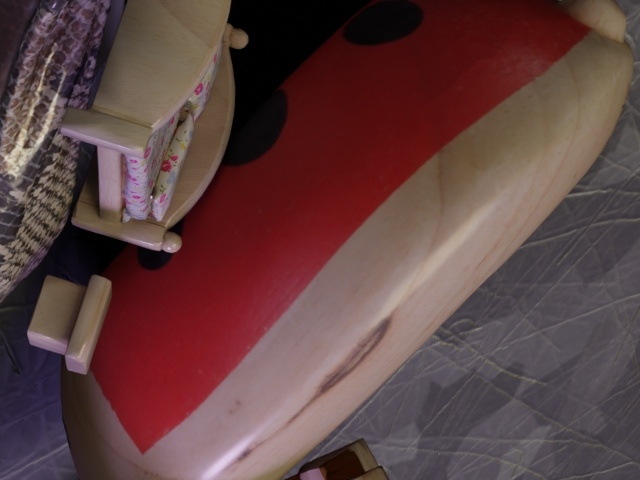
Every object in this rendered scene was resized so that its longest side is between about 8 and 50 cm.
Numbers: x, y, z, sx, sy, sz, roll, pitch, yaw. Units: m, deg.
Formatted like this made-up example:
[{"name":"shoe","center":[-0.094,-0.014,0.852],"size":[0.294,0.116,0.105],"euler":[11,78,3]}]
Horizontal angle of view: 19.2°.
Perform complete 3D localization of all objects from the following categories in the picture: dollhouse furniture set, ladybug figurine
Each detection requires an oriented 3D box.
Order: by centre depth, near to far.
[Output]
[{"name":"dollhouse furniture set","center":[-0.012,-0.108,0.914],"size":[0.303,0.173,0.356],"euler":[113,-6,-77]},{"name":"ladybug figurine","center":[0.000,0.000,1.141],"size":[0.449,0.162,0.305],"euler":[-45,180,13]}]

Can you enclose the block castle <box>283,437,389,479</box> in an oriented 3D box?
[{"name":"block castle","center":[-0.102,0.320,1.171],"size":[0.453,0.213,0.303],"euler":[-28,179,-3]}]

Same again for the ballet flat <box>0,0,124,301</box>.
[{"name":"ballet flat","center":[-0.152,-0.166,0.931],"size":[0.182,0.164,0.483],"euler":[-41,155,-48]}]
